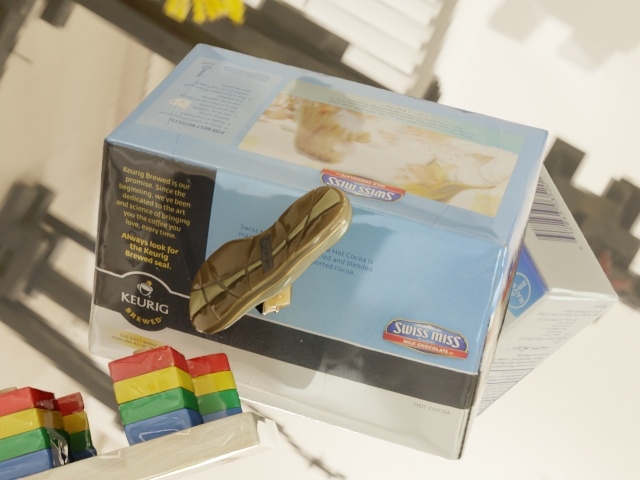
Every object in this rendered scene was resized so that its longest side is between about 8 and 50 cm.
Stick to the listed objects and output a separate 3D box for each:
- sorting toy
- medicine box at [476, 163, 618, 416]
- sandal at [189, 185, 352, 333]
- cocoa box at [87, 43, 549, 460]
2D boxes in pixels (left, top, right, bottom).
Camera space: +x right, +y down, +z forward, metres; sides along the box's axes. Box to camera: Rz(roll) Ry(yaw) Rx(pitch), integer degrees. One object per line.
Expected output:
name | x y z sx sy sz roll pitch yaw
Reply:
sorting toy | -0.171 0.149 1.064 0.257 0.089 0.255 -17 171 -1
medicine box | 0.185 0.046 1.808 0.149 0.263 0.289 4 141 -43
sandal | -0.035 0.023 1.071 0.180 0.049 0.072 -34 -140 31
cocoa box | 0.000 0.000 1.255 0.231 0.347 0.228 -59 161 -57
